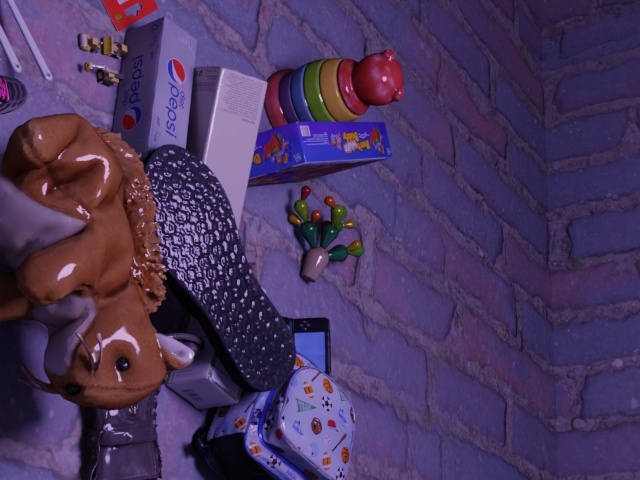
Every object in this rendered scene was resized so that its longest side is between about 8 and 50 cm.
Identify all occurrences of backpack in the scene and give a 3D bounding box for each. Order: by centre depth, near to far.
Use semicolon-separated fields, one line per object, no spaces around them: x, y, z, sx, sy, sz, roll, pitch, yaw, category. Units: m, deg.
-0.066;0.327;1.842;0.276;0.213;0.263;50;29;-32;backpack

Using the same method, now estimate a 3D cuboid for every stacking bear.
0.042;-0.313;2.152;0.164;0.289;0.175;-8;86;-59;stacking bear

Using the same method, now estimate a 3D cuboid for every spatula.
-0.484;-0.341;1.509;0.242;0.019;0.168;61;23;10;spatula

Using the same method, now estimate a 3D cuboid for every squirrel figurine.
-0.312;0.039;1.428;0.370;0.281;0.397;59;20;-2;squirrel figurine

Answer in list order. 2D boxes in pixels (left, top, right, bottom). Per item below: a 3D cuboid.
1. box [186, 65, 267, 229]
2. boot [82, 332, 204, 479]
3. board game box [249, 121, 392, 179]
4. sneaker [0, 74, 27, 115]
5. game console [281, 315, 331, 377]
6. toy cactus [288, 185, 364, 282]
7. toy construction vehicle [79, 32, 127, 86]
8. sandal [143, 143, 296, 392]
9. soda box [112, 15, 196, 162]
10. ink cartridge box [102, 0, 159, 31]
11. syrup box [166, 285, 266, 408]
-0.185;-0.163;1.820;0.113;0.094;0.275;13;89;-42;box
-0.280;0.269;1.625;0.263;0.091;0.228;-3;82;-48;boot
-0.043;-0.168;2.017;0.347;0.233;0.078;-11;88;-59;board game box
-0.480;-0.219;1.480;0.170;0.075;0.063;-1;80;-59;sneaker
-0.044;0.215;2.023;0.085;0.124;0.144;69;19;-71;game console
0.000;0.000;2.180;0.219;0.112;0.180;45;62;-45;toy cactus
-0.363;-0.311;1.741;0.098;0.035;0.085;18;64;-55;toy construction vehicle
-0.196;0.058;1.705;0.168;0.107;0.445;-34;105;-37;sandal
-0.289;-0.237;1.774;0.091;0.098;0.286;31;53;-48;soda box
-0.350;-0.479;1.818;0.179;0.045;0.145;63;34;-17;ink cartridge box
-0.180;0.166;1.803;0.093;0.096;0.236;47;42;-40;syrup box
